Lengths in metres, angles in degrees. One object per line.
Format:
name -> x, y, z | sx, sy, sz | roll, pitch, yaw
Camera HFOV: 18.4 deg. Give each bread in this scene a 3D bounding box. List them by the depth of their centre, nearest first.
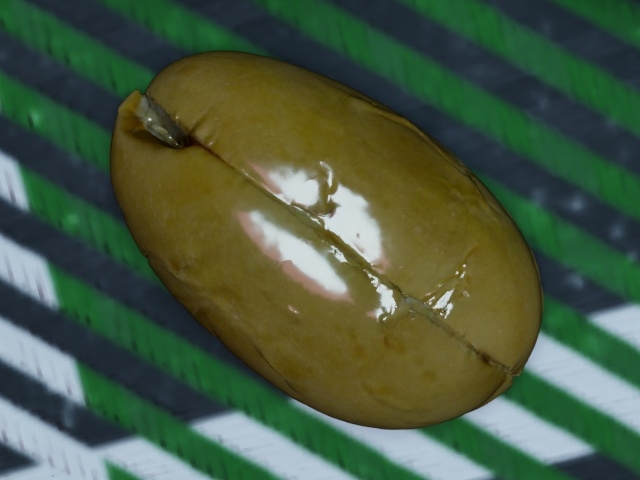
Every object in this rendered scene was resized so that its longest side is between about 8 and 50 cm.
bread -> 0.000, 0.000, 0.759 | 0.189, 0.077, 0.114 | 36, 101, -2
